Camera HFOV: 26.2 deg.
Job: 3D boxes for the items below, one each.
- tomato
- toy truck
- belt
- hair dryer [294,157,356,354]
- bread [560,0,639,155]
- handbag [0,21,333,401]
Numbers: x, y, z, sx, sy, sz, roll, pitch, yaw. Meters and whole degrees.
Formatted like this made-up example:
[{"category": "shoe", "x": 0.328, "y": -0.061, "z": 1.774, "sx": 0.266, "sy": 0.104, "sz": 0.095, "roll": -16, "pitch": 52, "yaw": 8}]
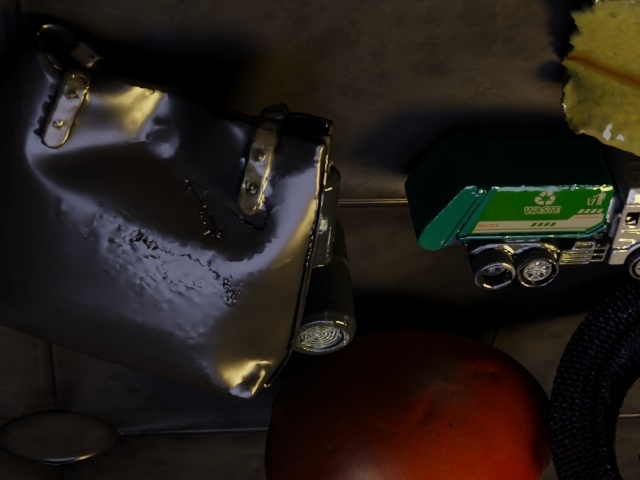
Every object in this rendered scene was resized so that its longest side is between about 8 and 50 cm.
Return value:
[{"category": "tomato", "x": 0.089, "y": 0.237, "z": 1.501, "sx": 0.322, "sy": 0.321, "sz": 0.321, "roll": -5, "pitch": 147, "yaw": -3}, {"category": "toy truck", "x": 0.207, "y": -0.034, "z": 1.257, "sx": 0.254, "sy": 0.114, "sz": 0.124, "roll": -2, "pitch": 136, "yaw": -7}, {"category": "belt", "x": 0.370, "y": 0.185, "z": 1.415, "sx": 0.260, "sy": 0.324, "sz": 0.122, "roll": 2, "pitch": 152, "yaw": 23}, {"category": "hair dryer", "x": 0.000, "y": 0.000, "z": 1.262, "sx": 0.072, "sy": 0.124, "sz": 0.219, "roll": -3, "pitch": 143, "yaw": -7}, {"category": "bread", "x": 0.383, "y": -0.092, "z": 1.082, "sx": 0.362, "sy": 0.244, "sz": 0.233, "roll": -7, "pitch": 148, "yaw": -5}, {"category": "handbag", "x": -0.151, "y": -0.030, "z": 1.156, "sx": 0.342, "sy": 0.152, "sz": 0.288, "roll": 18, "pitch": 132, "yaw": -11}]
